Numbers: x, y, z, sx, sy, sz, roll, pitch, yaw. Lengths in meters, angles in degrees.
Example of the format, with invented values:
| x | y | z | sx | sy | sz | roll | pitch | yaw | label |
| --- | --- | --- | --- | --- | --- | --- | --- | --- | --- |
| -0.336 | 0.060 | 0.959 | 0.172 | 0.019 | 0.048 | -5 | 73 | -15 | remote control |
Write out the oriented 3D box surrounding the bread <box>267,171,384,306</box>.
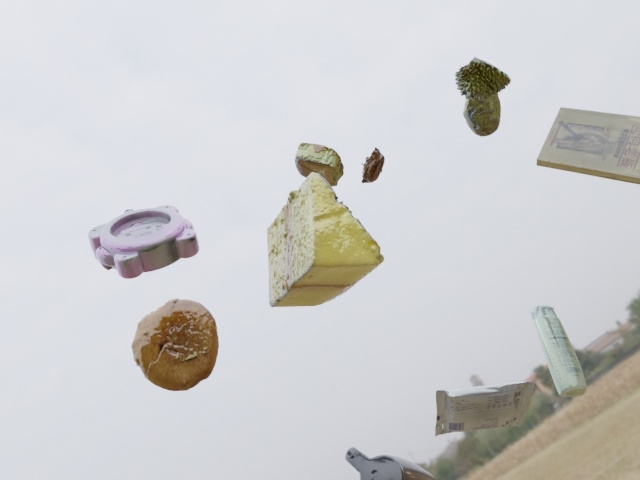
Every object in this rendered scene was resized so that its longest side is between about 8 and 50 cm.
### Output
| x | y | z | sx | sy | sz | roll | pitch | yaw | label |
| --- | --- | --- | --- | --- | --- | --- | --- | --- | --- |
| 0.000 | 0.000 | 1.295 | 0.199 | 0.235 | 0.263 | 2 | -28 | -28 | bread |

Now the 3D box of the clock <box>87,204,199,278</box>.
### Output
| x | y | z | sx | sy | sz | roll | pitch | yaw | label |
| --- | --- | --- | --- | --- | --- | --- | --- | --- | --- |
| -0.408 | 0.000 | 1.327 | 0.228 | 0.248 | 0.090 | -22 | -61 | -26 | clock |

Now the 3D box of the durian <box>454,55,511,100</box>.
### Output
| x | y | z | sx | sy | sz | roll | pitch | yaw | label |
| --- | --- | --- | --- | --- | --- | --- | --- | --- | --- |
| 0.412 | -0.407 | 1.480 | 0.095 | 0.137 | 0.220 | -61 | -1 | 15 | durian |

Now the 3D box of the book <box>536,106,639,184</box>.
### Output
| x | y | z | sx | sy | sz | roll | pitch | yaw | label |
| --- | --- | --- | --- | --- | --- | --- | --- | --- | --- |
| 0.601 | -0.205 | 1.211 | 0.161 | 0.231 | 0.026 | -60 | -36 | -17 | book |

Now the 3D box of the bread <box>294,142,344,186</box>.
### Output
| x | y | z | sx | sy | sz | roll | pitch | yaw | label |
| --- | --- | --- | --- | --- | --- | --- | --- | --- | --- |
| -0.003 | -0.219 | 1.655 | 0.127 | 0.140 | 0.069 | 71 | -142 | -58 | bread |

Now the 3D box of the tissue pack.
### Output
| x | y | z | sx | sy | sz | roll | pitch | yaw | label |
| --- | --- | --- | --- | --- | --- | --- | --- | --- | --- |
| 0.322 | 0.334 | 1.124 | 0.193 | 0.026 | 0.122 | -6 | -61 | -3 | tissue pack |

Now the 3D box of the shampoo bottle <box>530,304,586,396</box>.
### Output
| x | y | z | sx | sy | sz | roll | pitch | yaw | label |
| --- | --- | --- | --- | --- | --- | --- | --- | --- | --- |
| 0.530 | 0.243 | 1.273 | 0.072 | 0.212 | 0.049 | 1 | -41 | -8 | shampoo bottle |

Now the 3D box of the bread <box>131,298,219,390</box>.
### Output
| x | y | z | sx | sy | sz | roll | pitch | yaw | label |
| --- | --- | --- | --- | --- | --- | --- | --- | --- | --- |
| -0.417 | 0.307 | 1.648 | 0.269 | 0.268 | 0.145 | -28 | -15 | -17 | bread |

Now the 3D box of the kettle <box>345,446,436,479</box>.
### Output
| x | y | z | sx | sy | sz | roll | pitch | yaw | label |
| --- | --- | --- | --- | --- | --- | --- | --- | --- | --- |
| 0.164 | 0.556 | 1.315 | 0.144 | 0.202 | 0.232 | -48 | -43 | -10 | kettle |

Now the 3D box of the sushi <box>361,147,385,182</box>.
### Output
| x | y | z | sx | sy | sz | roll | pitch | yaw | label |
| --- | --- | --- | --- | --- | --- | --- | --- | --- | --- |
| 0.154 | -0.223 | 1.717 | 0.062 | 0.060 | 0.117 | 2 | -63 | -63 | sushi |

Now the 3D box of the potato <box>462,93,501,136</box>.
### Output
| x | y | z | sx | sy | sz | roll | pitch | yaw | label |
| --- | --- | --- | --- | --- | --- | --- | --- | --- | --- |
| 0.517 | -0.431 | 1.807 | 0.120 | 0.197 | 0.054 | 1 | 7 | 8 | potato |
